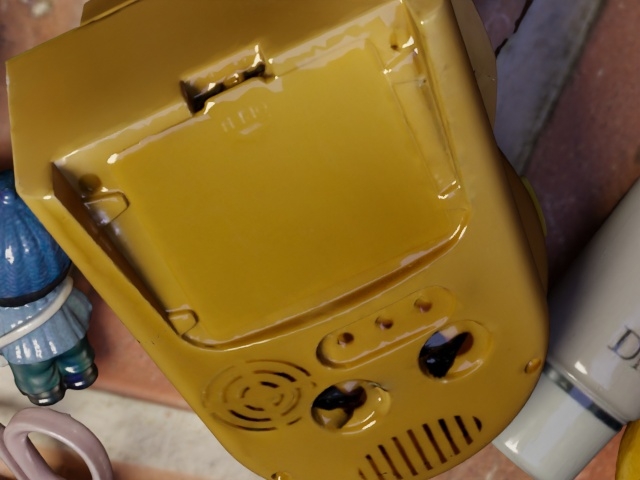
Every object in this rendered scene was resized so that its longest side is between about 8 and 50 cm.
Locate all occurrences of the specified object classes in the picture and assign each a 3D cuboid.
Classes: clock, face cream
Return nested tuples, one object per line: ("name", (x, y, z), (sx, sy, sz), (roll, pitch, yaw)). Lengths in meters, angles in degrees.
("clock", (0.000, 0.000, 0.679), (0.244, 0.200, 0.317), (-22, 124, 6))
("face cream", (0.218, 0.014, 0.771), (0.143, 0.089, 0.314), (37, 95, -22))

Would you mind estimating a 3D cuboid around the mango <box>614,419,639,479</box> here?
("mango", (0.254, 0.167, 0.827), (0.147, 0.109, 0.227), (0, 117, -35))

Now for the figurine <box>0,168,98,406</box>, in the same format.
("figurine", (-0.174, 0.029, 0.721), (0.086, 0.087, 0.149), (-22, 122, -17))

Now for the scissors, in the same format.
("scissors", (-0.151, 0.197, 0.814), (0.118, 0.030, 0.242), (-8, 126, 28))
